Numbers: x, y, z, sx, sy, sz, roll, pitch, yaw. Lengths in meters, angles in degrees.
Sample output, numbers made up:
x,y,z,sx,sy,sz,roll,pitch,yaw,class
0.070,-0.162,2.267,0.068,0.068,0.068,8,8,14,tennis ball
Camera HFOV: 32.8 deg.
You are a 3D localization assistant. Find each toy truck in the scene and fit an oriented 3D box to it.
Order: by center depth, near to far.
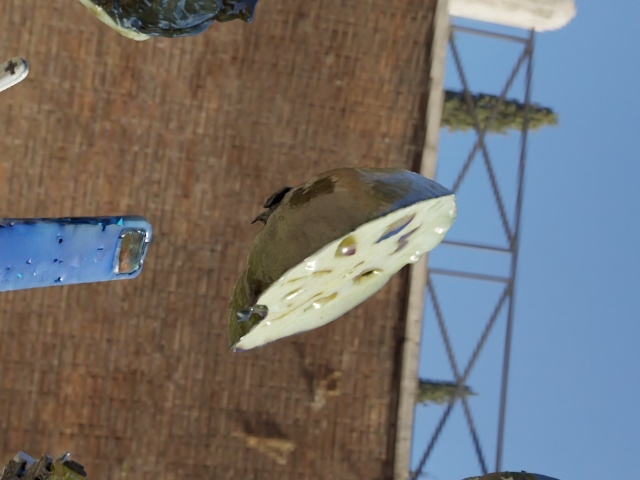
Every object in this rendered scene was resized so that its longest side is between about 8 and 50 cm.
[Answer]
x,y,z,sx,sy,sz,roll,pitch,yaw,class
-0.348,0.328,1.403,0.111,0.136,0.286,-57,-165,-12,toy truck

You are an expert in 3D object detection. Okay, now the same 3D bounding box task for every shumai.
x,y,z,sx,sy,sz,roll,pitch,yaw,class
-0.111,-0.247,0.853,0.142,0.184,0.184,-9,-110,40,shumai

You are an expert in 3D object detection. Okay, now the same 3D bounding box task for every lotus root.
x,y,z,sx,sy,sz,roll,pitch,yaw,class
0.003,-0.001,0.791,0.183,0.203,0.078,-43,-107,29,lotus root

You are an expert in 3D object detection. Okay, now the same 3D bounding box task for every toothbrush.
x,y,z,sx,sy,sz,roll,pitch,yaw,class
-0.426,-0.119,1.120,0.030,0.304,0.030,55,21,-34,toothbrush

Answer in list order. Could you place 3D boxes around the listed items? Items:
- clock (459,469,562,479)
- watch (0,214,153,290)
x,y,z,sx,sy,sz,roll,pitch,yaw,class
0.230,0.475,1.344,0.076,0.386,0.386,-97,-162,-77,clock
-0.304,-0.004,0.746,0.274,0.276,0.068,-10,102,-65,watch
